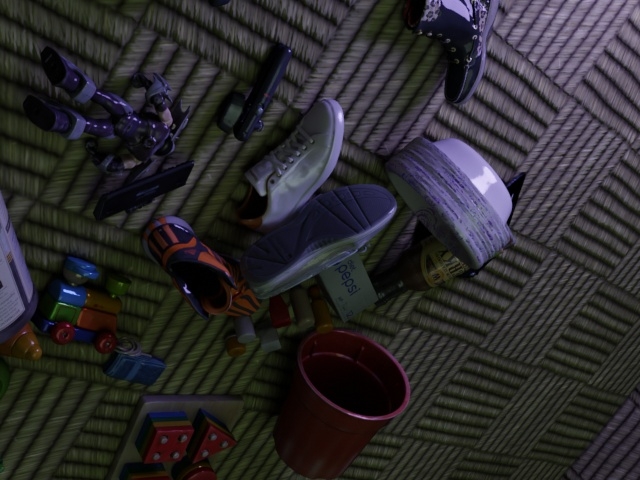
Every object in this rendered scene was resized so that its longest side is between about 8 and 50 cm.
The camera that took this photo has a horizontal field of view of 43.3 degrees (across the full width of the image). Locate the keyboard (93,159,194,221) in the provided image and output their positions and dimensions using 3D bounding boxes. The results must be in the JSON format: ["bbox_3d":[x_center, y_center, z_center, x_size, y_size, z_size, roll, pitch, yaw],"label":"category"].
[{"bbox_3d":[-0.304,-0.084,1.380,0.180,0.023,0.108,-26,166,-33],"label":"keyboard"}]

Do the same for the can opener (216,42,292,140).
[{"bbox_3d":[-0.104,-0.256,1.398,0.073,0.059,0.186,24,107,-43],"label":"can opener"}]

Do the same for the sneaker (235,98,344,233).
[{"bbox_3d":[-0.061,-0.135,1.486,0.123,0.106,0.290,11,117,-42],"label":"sneaker"}]

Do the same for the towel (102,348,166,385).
[{"bbox_3d":[-0.372,0.257,1.620,0.119,0.029,0.067,25,107,-44],"label":"towel"}]

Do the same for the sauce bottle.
[{"bbox_3d":[0.262,0.043,1.803,0.344,0.111,0.111,-30,137,12],"label":"sauce bottle"}]

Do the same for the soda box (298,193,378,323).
[{"bbox_3d":[0.027,0.042,1.693,0.098,0.091,0.286,-34,135,-7],"label":"soda box"}]

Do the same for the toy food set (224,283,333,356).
[{"bbox_3d":[-0.099,0.159,1.715,0.232,0.105,0.111,-16,146,-2],"label":"toy food set"}]

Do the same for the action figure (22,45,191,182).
[{"bbox_3d":[-0.322,-0.192,1.270,0.185,0.099,0.285,-58,148,6],"label":"action figure"}]

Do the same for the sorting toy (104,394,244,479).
[{"bbox_3d":[-0.309,0.468,1.781,0.255,0.089,0.257,8,116,-39],"label":"sorting toy"}]

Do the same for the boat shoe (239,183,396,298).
[{"bbox_3d":[0.000,0.002,1.520,0.320,0.118,0.103,-33,151,-10],"label":"boat shoe"}]

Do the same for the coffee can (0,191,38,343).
[{"bbox_3d":[-0.550,0.005,1.181,0.201,0.201,0.275,-20,131,-21],"label":"coffee can"}]

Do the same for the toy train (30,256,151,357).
[{"bbox_3d":[-0.385,0.125,1.471,0.248,0.105,0.143,22,95,-43],"label":"toy train"}]

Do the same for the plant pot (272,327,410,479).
[{"bbox_3d":[0.026,0.389,1.855,0.272,0.272,0.265,0,130,-35],"label":"plant pot"}]

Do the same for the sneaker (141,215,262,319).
[{"bbox_3d":[-0.197,0.095,1.512,0.124,0.180,0.321,-47,136,4],"label":"sneaker"}]

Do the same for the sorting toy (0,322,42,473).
[{"bbox_3d":[-0.556,0.267,1.403,0.127,0.126,0.366,-24,140,-58],"label":"sorting toy"}]

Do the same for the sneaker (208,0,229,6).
[{"bbox_3d":[-0.107,-0.499,1.175,0.131,0.112,0.319,-9,128,-26],"label":"sneaker"}]

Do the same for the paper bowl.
[{"bbox_3d":[0.272,-0.091,1.625,0.148,0.284,0.284,-41,136,-2],"label":"paper bowl"}]

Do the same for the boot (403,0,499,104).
[{"bbox_3d":[0.230,-0.378,1.525,0.178,0.085,0.236,-2,117,-31],"label":"boot"}]

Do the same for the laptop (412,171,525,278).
[{"bbox_3d":[0.347,-0.045,1.909,0.264,0.136,0.234,-33,142,-48],"label":"laptop"}]
